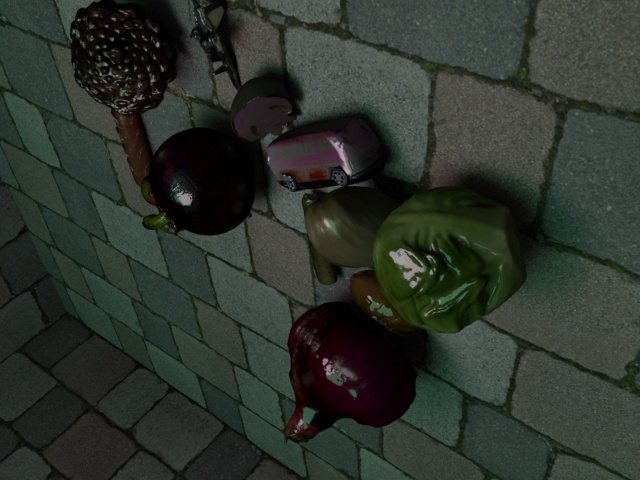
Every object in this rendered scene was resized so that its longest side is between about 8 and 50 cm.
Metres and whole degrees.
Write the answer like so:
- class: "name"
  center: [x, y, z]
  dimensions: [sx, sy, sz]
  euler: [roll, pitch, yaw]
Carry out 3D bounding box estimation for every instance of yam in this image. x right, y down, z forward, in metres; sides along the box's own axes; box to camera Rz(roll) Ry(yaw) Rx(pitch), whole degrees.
- class: "yam"
  center: [0.000, 0.000, 1.853]
  dimensions: [0.071, 0.067, 0.317]
  euler: [0, 130, 13]

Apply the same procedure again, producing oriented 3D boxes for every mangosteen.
- class: "mangosteen"
  center: [-0.350, -0.141, 1.840]
  dimensions: [0.306, 0.360, 0.306]
  euler: [56, 176, 5]

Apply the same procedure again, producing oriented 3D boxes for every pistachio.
- class: "pistachio"
  center: [0.098, -0.024, 1.559]
  dimensions: [0.288, 0.197, 0.166]
  euler: [21, -178, -23]

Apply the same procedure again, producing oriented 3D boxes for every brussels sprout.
- class: "brussels sprout"
  center: [0.268, 0.049, 1.420]
  dimensions: [0.328, 0.247, 0.328]
  euler: [4, 139, 3]

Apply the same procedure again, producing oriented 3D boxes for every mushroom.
- class: "mushroom"
  center: [-0.146, -0.332, 1.630]
  dimensions: [0.188, 0.141, 0.117]
  euler: [-30, 68, 46]

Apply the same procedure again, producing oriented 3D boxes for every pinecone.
- class: "pinecone"
  center: [-0.518, -0.482, 1.769]
  dimensions: [0.298, 0.242, 0.296]
  euler: [56, 154, -17]

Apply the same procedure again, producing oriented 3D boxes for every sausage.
- class: "sausage"
  center: [-0.609, -0.343, 2.155]
  dimensions: [0.088, 0.088, 0.433]
  euler: [24, 141, 30]

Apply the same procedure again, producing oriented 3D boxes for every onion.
- class: "onion"
  center: [0.036, 0.400, 1.876]
  dimensions: [0.398, 0.420, 0.398]
  euler: [43, 167, 12]

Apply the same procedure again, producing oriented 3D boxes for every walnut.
- class: "walnut"
  center: [0.182, 0.166, 1.772]
  dimensions: [0.245, 0.137, 0.137]
  euler: [38, 145, 12]

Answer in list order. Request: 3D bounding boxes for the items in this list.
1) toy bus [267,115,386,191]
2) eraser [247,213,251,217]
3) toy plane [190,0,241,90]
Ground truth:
- class: "toy bus"
  center: [0.008, -0.202, 1.580]
  dimensions: [0.303, 0.127, 0.147]
  euler: [-2, 119, 49]
- class: "eraser"
  center: [-0.297, -0.151, 2.051]
  dimensions: [0.082, 0.036, 0.225]
  euler: [-9, 117, 49]
- class: "toy plane"
  center: [-0.257, -0.465, 1.636]
  dimensions: [0.192, 0.088, 0.262]
  euler: [53, 162, 46]
